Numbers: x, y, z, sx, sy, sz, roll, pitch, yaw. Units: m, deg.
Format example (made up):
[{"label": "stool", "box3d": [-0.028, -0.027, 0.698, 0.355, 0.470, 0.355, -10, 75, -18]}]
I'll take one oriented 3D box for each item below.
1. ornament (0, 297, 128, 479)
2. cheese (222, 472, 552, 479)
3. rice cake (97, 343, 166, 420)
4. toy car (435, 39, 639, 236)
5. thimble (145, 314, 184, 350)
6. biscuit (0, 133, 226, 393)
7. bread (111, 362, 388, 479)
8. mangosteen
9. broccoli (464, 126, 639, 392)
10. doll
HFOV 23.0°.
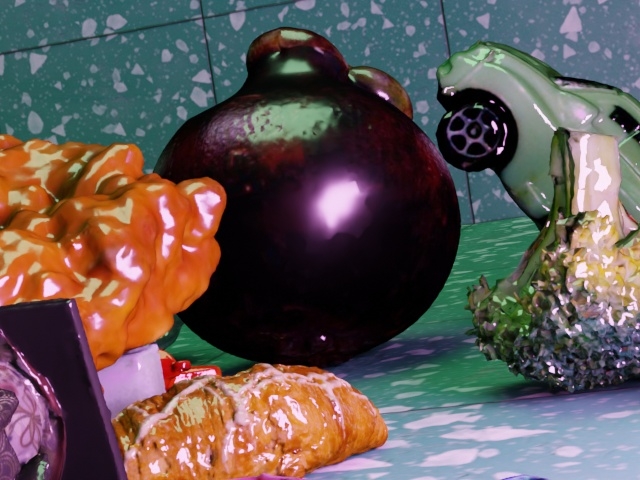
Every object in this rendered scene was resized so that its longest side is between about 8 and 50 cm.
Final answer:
[{"label": "ornament", "box3d": [-0.195, 0.132, 0.725, 0.153, 0.166, 0.196, -9, 18, 15]}, {"label": "cheese", "box3d": [-0.001, 0.133, 0.669, 0.244, 0.062, 0.155, -9, 4, -20]}, {"label": "rice cake", "box3d": [-0.214, 0.130, 1.067, 0.226, 0.085, 0.040, -10, 4, 3]}, {"label": "toy car", "box3d": [0.268, -0.058, 1.515, 0.176, 0.358, 0.213, -40, -8, 17]}, {"label": "thimble", "box3d": [-0.247, 0.040, 1.615, 0.250, 0.205, 0.172, -20, 10, -43]}, {"label": "biscuit", "box3d": [-0.255, 0.037, 1.047, 0.312, 0.110, 0.318, 6, 35, 27]}, {"label": "bread", "box3d": [-0.057, 0.117, 0.972, 0.233, 0.076, 0.105, -13, 3, -32]}, {"label": "mangosteen", "box3d": [-0.016, -0.039, 1.447, 0.297, 0.313, 0.297, 3, 5, 0]}, {"label": "broccoli", "box3d": [0.188, 0.012, 1.120, 0.194, 0.194, 0.220, -8, -2, 14]}, {"label": "doll", "box3d": [-0.179, 0.127, 1.312, 0.169, 0.057, 0.109, -23, -19, 23]}]
